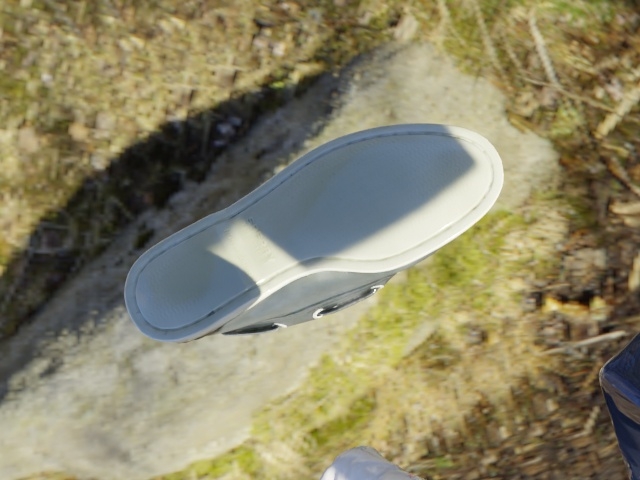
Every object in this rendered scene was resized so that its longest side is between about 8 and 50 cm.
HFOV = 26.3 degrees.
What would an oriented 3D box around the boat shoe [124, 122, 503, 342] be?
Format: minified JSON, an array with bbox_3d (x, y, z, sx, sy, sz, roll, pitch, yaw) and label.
[{"bbox_3d":[0.001,0.004,1.200,0.340,0.113,0.127,-28,73,5],"label":"boat shoe"}]

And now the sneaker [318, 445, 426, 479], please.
[{"bbox_3d":[0.023,0.251,0.872,0.115,0.090,0.232,15,78,34],"label":"sneaker"}]

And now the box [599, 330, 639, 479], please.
[{"bbox_3d":[0.287,0.157,0.460,0.179,0.343,0.312,-42,51,-11],"label":"box"}]
